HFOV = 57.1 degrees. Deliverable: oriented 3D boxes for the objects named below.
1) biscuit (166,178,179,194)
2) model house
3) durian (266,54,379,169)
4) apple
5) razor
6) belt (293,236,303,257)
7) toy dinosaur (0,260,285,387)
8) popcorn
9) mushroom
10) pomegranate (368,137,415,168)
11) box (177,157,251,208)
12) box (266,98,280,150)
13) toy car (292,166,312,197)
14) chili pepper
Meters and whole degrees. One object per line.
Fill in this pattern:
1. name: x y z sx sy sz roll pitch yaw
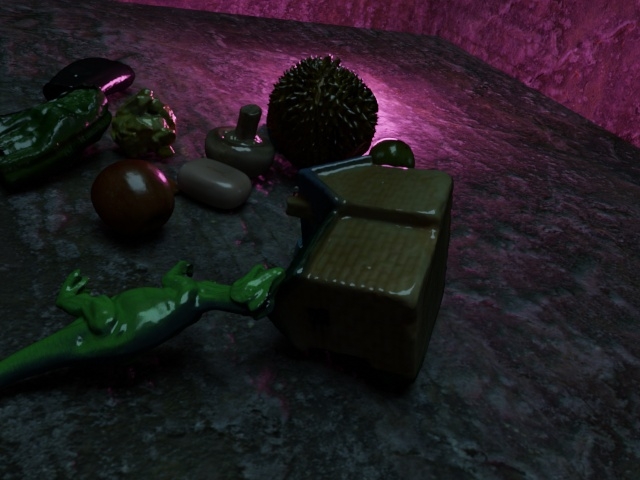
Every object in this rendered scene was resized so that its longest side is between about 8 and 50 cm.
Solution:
1. biscuit: -0.441 -0.141 1.564 0.131 0.019 0.102 5 33 -14
2. model house: 0.068 0.059 1.210 0.343 0.334 0.382 10 38 17
3. durian: 0.007 -0.360 1.739 0.348 0.384 0.347 5 36 -4
4. apple: -0.430 -0.097 1.363 0.168 0.181 0.181 49 42 11
5. razor: -0.767 -0.532 1.968 0.189 0.107 0.326 14 32 3
6. belt: 0.001 -0.003 1.482 0.179 0.065 0.100 -16 52 -39
7. toy dinosaur: -0.318 0.188 0.946 0.375 0.143 0.500 7 40 27
8. popcorn: -0.504 -0.325 1.704 0.186 0.167 0.187 25 61 -28
9. mushroom: -0.224 -0.289 1.692 0.208 0.215 0.207 14 31 -9
10. pomegranate: 0.217 -0.228 1.850 0.160 0.159 0.204 13 57 -1
11. box: -0.284 -0.154 1.580 0.200 0.088 0.146 22 34 15
12. box: -0.098 -0.392 2.020 0.154 0.092 0.244 4 33 -15
13. toy car: -0.017 -0.155 1.662 0.112 0.112 0.139 13 32 0
14. chili pepper: -0.706 -0.265 1.533 0.213 0.167 0.385 12 41 26
